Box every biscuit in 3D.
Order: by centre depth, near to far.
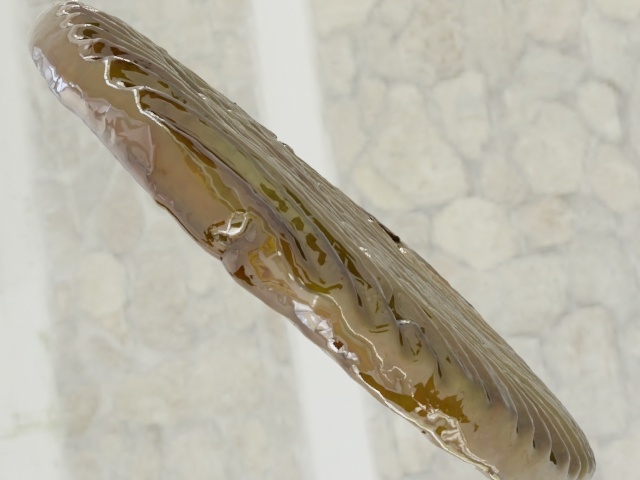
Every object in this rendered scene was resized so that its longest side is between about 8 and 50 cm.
[{"bbox_3d":[0.000,0.000,0.622,0.318,0.040,0.318,40,-175,-4],"label":"biscuit"}]
